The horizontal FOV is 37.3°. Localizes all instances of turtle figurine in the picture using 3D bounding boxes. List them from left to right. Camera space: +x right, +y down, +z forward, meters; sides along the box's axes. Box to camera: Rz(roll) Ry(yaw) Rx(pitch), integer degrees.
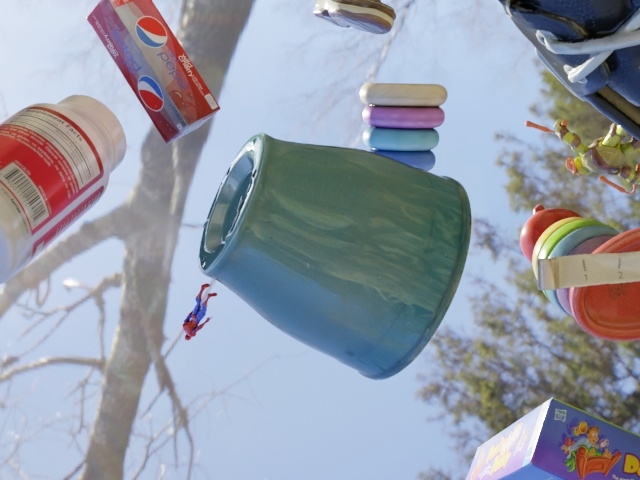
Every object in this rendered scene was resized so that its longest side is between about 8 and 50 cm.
[{"bbox_3d":[0.535,-0.177,1.784,0.269,0.217,0.087,33,-124,-11],"label":"turtle figurine"}]

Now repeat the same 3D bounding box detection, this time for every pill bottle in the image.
[{"bbox_3d":[-0.537,-0.112,1.747,0.229,0.229,0.408,25,-142,9],"label":"pill bottle"}]

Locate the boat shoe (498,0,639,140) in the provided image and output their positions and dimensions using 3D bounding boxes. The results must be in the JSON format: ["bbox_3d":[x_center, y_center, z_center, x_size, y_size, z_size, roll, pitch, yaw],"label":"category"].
[{"bbox_3d":[0.142,-0.098,0.390,0.302,0.114,0.091,16,-110,-38],"label":"boat shoe"}]

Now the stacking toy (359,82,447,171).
[{"bbox_3d":[0.131,-0.089,1.543,0.141,0.331,0.141,1,-171,0],"label":"stacking toy"}]

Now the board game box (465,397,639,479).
[{"bbox_3d":[0.322,0.304,1.138,0.233,0.347,0.078,24,-111,4],"label":"board game box"}]

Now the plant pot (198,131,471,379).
[{"bbox_3d":[0.000,0.000,1.150,0.255,0.272,0.272,23,-148,-18],"label":"plant pot"}]

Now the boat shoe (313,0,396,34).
[{"bbox_3d":[0.064,-0.434,1.696,0.095,0.095,0.257,20,-173,-30],"label":"boat shoe"}]

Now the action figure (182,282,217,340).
[{"bbox_3d":[-0.206,0.126,1.599,0.038,0.115,0.030,45,-149,26],"label":"action figure"}]

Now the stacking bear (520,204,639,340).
[{"bbox_3d":[0.416,0.030,1.519,0.164,0.176,0.289,-18,-158,-5],"label":"stacking bear"}]

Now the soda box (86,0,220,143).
[{"bbox_3d":[-0.290,-0.308,1.647,0.083,0.092,0.263,-35,-84,-38],"label":"soda box"}]

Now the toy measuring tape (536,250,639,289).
[{"bbox_3d":[0.409,0.028,1.031,0.329,0.121,0.121,-2,-142,-10],"label":"toy measuring tape"}]
